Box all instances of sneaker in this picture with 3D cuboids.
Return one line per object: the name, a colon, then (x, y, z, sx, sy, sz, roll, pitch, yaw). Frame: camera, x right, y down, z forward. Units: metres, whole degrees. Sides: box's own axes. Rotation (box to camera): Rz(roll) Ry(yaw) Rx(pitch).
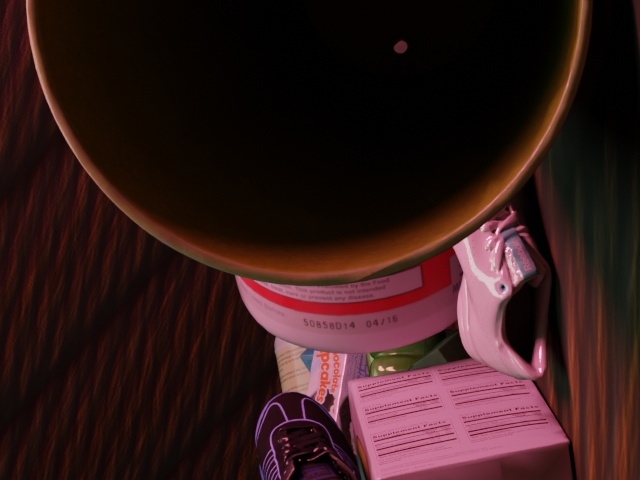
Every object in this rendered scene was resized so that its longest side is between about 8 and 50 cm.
sneaker: (0.125, -0.003, 1.020, 0.094, 0.080, 0.212, -141, 32, -71)
sneaker: (-0.002, 0.186, 1.141, 0.232, 0.081, 0.090, -113, 14, -50)

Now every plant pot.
plant pot: (0.019, -0.141, 0.832, 0.293, 0.275, 0.274, -45, -54, -73)

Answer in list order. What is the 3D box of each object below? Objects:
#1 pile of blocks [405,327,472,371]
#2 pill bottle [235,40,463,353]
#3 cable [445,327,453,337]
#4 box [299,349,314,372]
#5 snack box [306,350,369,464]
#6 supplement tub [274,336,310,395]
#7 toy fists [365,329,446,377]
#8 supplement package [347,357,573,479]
pile of blocks: (0.152, 0.234, 1.425, 0.113, 0.149, 0.362, -35, -43, -43)
pill bottle: (0.014, -0.126, 1.185, 0.229, 0.229, 0.407, -101, 1, -53)
cable: (0.140, 0.221, 1.692, 0.257, 0.089, 0.257, 80, 180, -52)
box: (0.082, 0.218, 1.932, 0.060, 0.100, 0.244, -10, 116, 55)
snack box: (0.057, 0.233, 1.812, 0.187, 0.060, 0.321, 25, -110, -47)
supplement tub: (0.057, 0.225, 2.235, 0.235, 0.236, 0.324, 83, 176, -76)
toy fists: (0.093, 0.076, 1.546, 0.142, 0.096, 0.279, 83, -168, -56)
supplement package: (0.115, 0.219, 1.171, 0.203, 0.149, 0.194, -107, 8, -74)
